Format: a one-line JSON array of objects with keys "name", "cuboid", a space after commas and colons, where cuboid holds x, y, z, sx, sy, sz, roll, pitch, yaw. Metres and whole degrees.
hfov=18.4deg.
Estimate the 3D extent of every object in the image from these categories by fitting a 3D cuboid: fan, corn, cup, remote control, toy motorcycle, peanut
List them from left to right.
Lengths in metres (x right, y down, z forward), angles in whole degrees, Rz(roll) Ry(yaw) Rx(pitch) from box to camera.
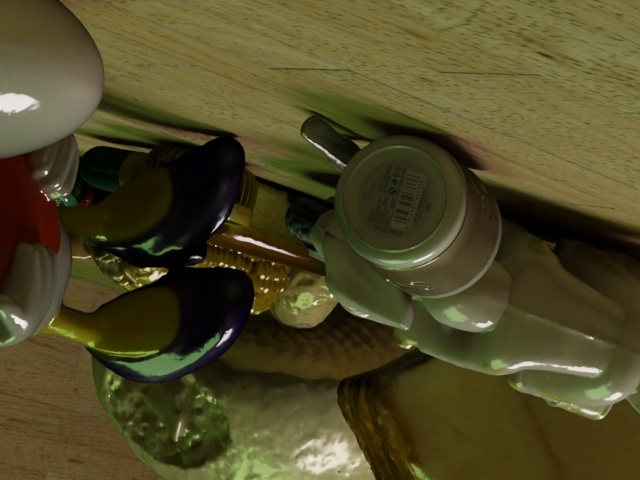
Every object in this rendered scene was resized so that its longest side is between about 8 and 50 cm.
[{"name": "remote control", "cuboid": [-0.226, -0.088, 0.873, 0.221, 0.104, 0.332, 14, 177, -29]}, {"name": "fan", "cuboid": [-0.109, -0.044, 1.361, 0.155, 0.039, 0.082, 12, 175, 42]}, {"name": "corn", "cuboid": [-0.103, 0.010, 1.624, 0.097, 0.097, 0.261, 12, 175, 31]}, {"name": "peanut", "cuboid": [-0.033, 0.040, 1.829, 0.082, 0.082, 0.187, 18, 174, -30]}, {"name": "cup", "cuboid": [0.046, -0.026, 1.045, 0.074, 0.102, 0.099, -25, 164, 9]}, {"name": "toy motorcycle", "cuboid": [0.128, 0.040, 1.218, 0.340, 0.108, 0.223, 21, -178, 7]}]

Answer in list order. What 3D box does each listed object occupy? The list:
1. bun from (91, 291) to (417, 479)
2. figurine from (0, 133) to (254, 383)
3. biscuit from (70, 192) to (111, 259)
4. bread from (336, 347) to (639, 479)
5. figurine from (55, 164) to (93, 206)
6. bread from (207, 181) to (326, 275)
[{"name": "bun", "cuboid": [-0.047, 0.162, 1.970, 0.364, 0.202, 0.364, 6, -164, -2]}, {"name": "figurine", "cuboid": [-0.232, -0.012, 1.139, 0.193, 0.154, 0.421, -9, 162, 44]}, {"name": "biscuit", "cuboid": [-0.284, -0.010, 1.766, 0.287, 0.057, 0.343, -4, -179, -23]}, {"name": "bread", "cuboid": [0.161, 0.181, 1.459, 0.207, 0.279, 0.279, -27, 175, -7]}, {"name": "figurine", "cuboid": [-0.235, -0.052, 1.585, 0.106, 0.047, 0.060, 17, 166, 5]}, {"name": "bread", "cuboid": [0.000, 0.000, 1.468, 0.226, 0.049, 0.088, 18, 174, -38]}]
